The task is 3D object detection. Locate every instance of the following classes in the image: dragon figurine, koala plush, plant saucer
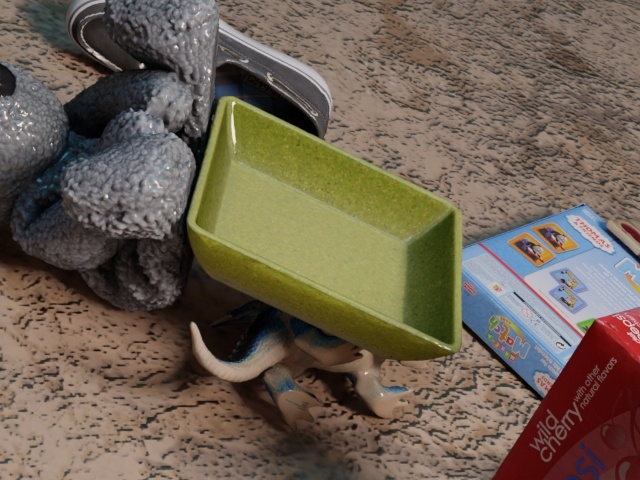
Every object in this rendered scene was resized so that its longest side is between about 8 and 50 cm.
[{"bbox_3d":[-0.015,0.047,1.219,0.289,0.085,0.144,-1,41,-43],"label":"dragon figurine"},{"bbox_3d":[-0.188,-0.054,1.178,0.221,0.203,0.196,7,54,0],"label":"koala plush"},{"bbox_3d":[0.000,0.000,1.168,0.188,0.045,0.188,25,29,-10],"label":"plant saucer"}]

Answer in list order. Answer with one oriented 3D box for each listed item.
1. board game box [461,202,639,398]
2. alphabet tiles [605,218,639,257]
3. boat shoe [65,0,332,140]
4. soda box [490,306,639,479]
[{"bbox_3d":[0.204,0.052,1.418,0.160,0.039,0.211,44,36,22],"label":"board game box"},{"bbox_3d":[0.366,0.061,1.517,0.237,0.009,0.198,47,25,25],"label":"alphabet tiles"},{"bbox_3d":[-0.095,-0.128,1.419,0.228,0.080,0.076,25,31,-19],"label":"boat shoe"},{"bbox_3d":[0.147,0.157,1.026,0.092,0.263,0.083,-11,48,-45],"label":"soda box"}]
